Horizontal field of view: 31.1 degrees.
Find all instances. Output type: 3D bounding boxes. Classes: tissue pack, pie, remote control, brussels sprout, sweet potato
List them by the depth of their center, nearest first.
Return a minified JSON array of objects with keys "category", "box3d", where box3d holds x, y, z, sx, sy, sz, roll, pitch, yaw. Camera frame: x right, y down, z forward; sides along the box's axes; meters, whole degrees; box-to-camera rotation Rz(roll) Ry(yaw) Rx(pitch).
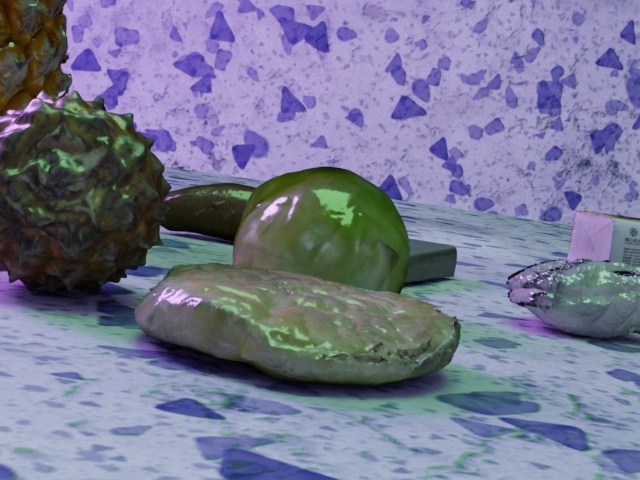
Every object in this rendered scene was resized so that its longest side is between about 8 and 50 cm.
[{"category":"pie","box3d":[-0.012,0.055,0.759,0.218,0.052,0.185,9,4,-9]},{"category":"brussels sprout","box3d":[0.003,-0.004,1.004,0.152,0.122,0.149,7,3,-26]},{"category":"remote control","box3d":[0.046,0.024,1.246,0.123,0.038,0.285,9,8,25]},{"category":"tissue pack","box3d":[0.358,0.028,1.276,0.149,0.106,0.099,7,5,-17]},{"category":"sweet potato","box3d":[-0.073,-0.030,1.390,0.244,0.077,0.077,7,6,2]}]

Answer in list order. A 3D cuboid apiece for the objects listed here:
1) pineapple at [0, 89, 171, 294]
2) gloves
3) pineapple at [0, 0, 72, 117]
[{"category":"pineapple","box3d":[-0.197,-0.031,0.890,0.166,0.166,0.193,8,-11,-7]},{"category":"gloves","box3d":[0.246,0.050,1.080,0.153,0.070,0.114,5,7,-15]},{"category":"pineapple","box3d":[-0.436,-0.185,1.258,0.353,0.300,0.352,9,7,-1]}]
